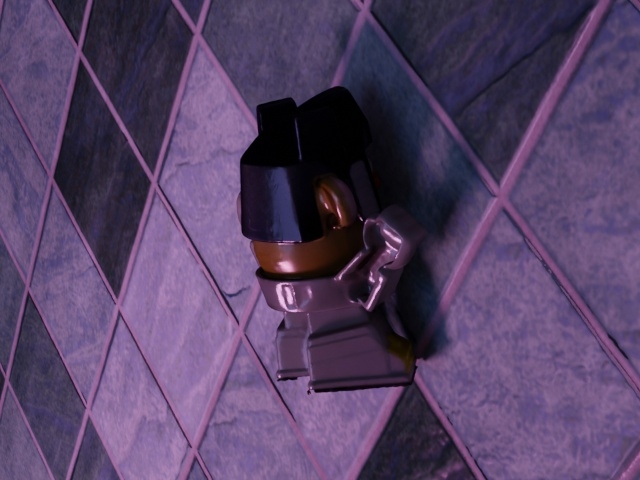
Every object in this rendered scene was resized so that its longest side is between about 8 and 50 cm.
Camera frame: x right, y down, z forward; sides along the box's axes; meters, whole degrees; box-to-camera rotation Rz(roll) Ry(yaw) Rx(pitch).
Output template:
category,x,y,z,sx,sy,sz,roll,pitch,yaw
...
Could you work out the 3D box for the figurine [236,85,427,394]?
category,x,y,z,sx,sy,sz,roll,pitch,yaw
figurine,0.000,0.001,1.463,0.308,0.143,0.309,19,122,34
